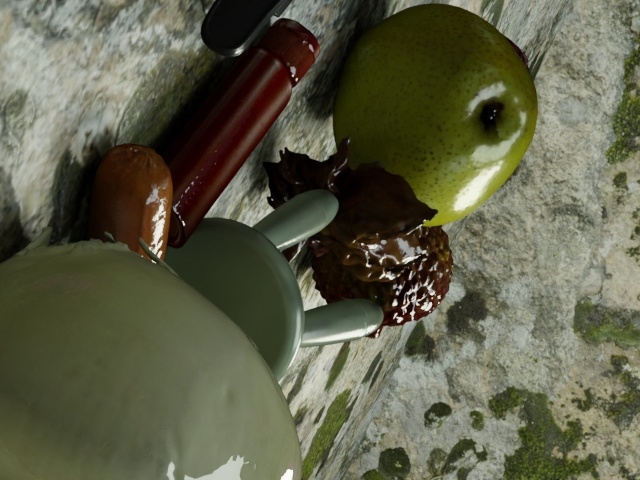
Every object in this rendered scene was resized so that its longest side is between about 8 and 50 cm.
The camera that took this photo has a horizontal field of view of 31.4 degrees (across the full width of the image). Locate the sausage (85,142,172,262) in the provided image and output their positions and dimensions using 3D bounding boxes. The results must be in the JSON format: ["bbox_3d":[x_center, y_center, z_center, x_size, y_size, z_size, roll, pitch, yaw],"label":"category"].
[{"bbox_3d":[-0.176,-0.004,1.032,0.076,0.076,0.197,-47,160,-48],"label":"sausage"}]

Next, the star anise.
[{"bbox_3d":[-0.001,-0.007,1.420,0.346,0.237,0.148,-28,-143,30],"label":"star anise"}]

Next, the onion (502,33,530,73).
[{"bbox_3d":[0.210,-0.228,1.791,0.252,0.219,0.252,-5,99,-32],"label":"onion"}]

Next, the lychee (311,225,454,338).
[{"bbox_3d":[0.100,0.022,1.817,0.236,0.236,0.271,-17,109,-72],"label":"lychee"}]

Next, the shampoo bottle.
[{"bbox_3d":[-0.090,-0.117,1.148,0.260,0.064,0.102,-56,165,-24],"label":"shampoo bottle"}]

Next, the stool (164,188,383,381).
[{"bbox_3d":[-0.065,0.056,1.266,0.195,0.195,0.199,-23,180,31],"label":"stool"}]

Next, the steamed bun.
[{"bbox_3d":[-0.156,0.153,0.931,0.233,0.312,0.334,-56,169,-32],"label":"steamed bun"}]

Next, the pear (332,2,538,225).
[{"bbox_3d":[0.148,-0.164,1.493,0.294,0.294,0.294,-56,166,-22],"label":"pear"}]

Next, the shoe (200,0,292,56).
[{"bbox_3d":[-0.060,-0.227,1.062,0.159,0.062,0.053,-56,179,-25],"label":"shoe"}]
